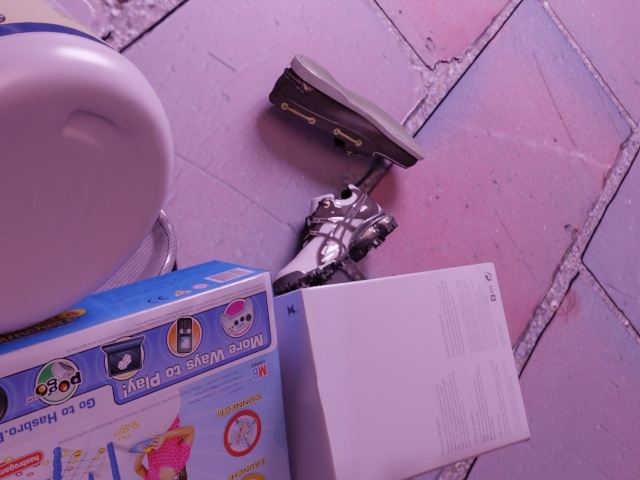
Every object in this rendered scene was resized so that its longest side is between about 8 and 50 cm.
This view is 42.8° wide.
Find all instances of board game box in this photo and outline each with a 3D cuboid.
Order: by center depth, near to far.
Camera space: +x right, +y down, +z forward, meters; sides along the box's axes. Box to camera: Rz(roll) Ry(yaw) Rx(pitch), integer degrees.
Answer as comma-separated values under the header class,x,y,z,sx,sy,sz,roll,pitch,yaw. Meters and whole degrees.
class,x,y,z,sx,sy,sz,roll,pitch,yaw
board game box,-0.168,0.199,0.688,0.308,0.086,0.301,-16,107,-41

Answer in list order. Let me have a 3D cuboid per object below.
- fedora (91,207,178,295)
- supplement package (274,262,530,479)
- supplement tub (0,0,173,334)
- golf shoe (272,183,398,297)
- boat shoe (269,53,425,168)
class,x,y,z,sx,sy,sz,roll,pitch,yaw
fedora,-0.238,0.034,0.766,0.275,0.124,0.243,-42,101,-35
supplement package,0.050,0.148,0.886,0.263,0.198,0.199,-5,81,-36
supplement tub,-0.294,-0.108,0.622,0.235,0.235,0.325,-26,53,-37
golf shoe,0.000,0.000,0.981,0.198,0.077,0.094,-33,82,-40
boat shoe,0.037,-0.150,1.045,0.228,0.068,0.081,31,22,-29
